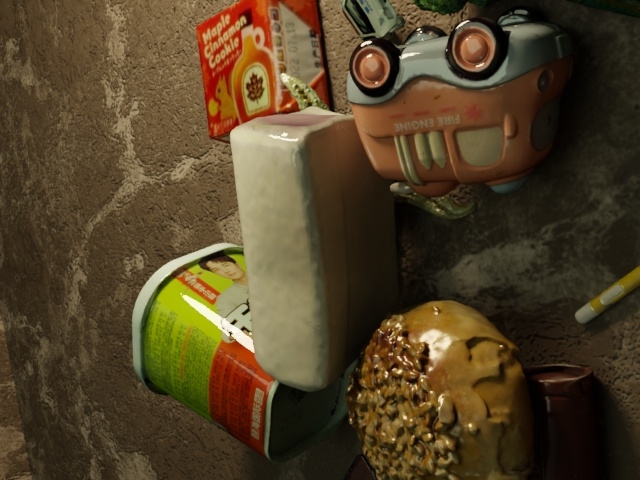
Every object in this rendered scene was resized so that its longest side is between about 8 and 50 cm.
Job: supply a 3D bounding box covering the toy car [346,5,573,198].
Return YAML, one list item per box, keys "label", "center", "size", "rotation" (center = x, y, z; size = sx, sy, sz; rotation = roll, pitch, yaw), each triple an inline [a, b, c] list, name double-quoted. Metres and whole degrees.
- label: "toy car"
  center: [0.171, -0.157, 0.973]
  size: [0.270, 0.180, 0.212]
  rotation: [-4, 106, 32]

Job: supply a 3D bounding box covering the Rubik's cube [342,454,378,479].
- label: "Rubik's cube"
  center: [0.076, 0.510, 1.299]
  size: [0.190, 0.211, 0.178]
  rotation: [30, 144, 16]

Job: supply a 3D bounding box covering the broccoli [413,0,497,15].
- label: "broccoli"
  center: [0.129, -0.393, 0.954]
  size: [0.270, 0.270, 0.270]
  rotation: [179, 90, -88]

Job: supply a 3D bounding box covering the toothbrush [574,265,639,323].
- label: "toothbrush"
  center: [0.382, 0.017, 0.886]
  size: [0.288, 0.024, 0.021]
  rotation: [-49, 61, 42]

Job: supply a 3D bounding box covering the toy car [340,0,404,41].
- label: "toy car"
  center: [0.064, -0.314, 1.103]
  size: [0.056, 0.205, 0.095]
  rotation: [-35, 96, 5]

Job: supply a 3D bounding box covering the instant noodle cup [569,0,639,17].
- label: "instant noodle cup"
  center: [0.308, -0.358, 0.804]
  size: [0.207, 0.207, 0.232]
  rotation: [29, 110, 44]

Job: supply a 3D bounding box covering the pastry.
- label: "pastry"
  center: [0.135, 0.216, 1.017]
  size: [0.316, 0.184, 0.284]
  rotation: [-155, 60, -76]

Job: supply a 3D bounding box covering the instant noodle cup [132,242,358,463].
- label: "instant noodle cup"
  center: [-0.113, 0.188, 1.328]
  size: [0.308, 0.294, 0.294]
  rotation: [28, 116, 36]

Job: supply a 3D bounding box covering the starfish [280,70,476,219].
- label: "starfish"
  center: [0.042, -0.107, 1.205]
  size: [0.358, 0.078, 0.347]
  rotation: [-21, 98, 40]

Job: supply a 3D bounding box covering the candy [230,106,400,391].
- label: "candy"
  center: [-0.003, 0.001, 1.105]
  size: [0.145, 0.208, 0.358]
  rotation: [10, 115, 34]

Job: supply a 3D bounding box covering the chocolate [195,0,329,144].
- label: "chocolate"
  center: [-0.103, -0.287, 1.347]
  size: [0.237, 0.108, 0.234]
  rotation: [-7, 89, 51]

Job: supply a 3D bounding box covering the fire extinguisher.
- label: "fire extinguisher"
  center: [0.295, 0.291, 0.984]
  size: [0.105, 0.105, 0.269]
  rotation: [-3, 94, 50]
